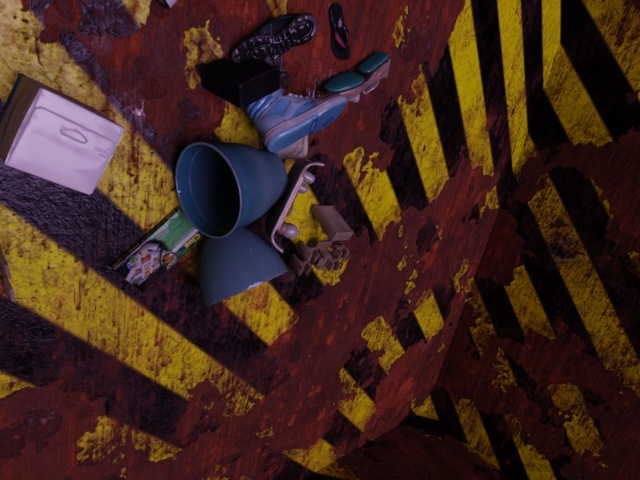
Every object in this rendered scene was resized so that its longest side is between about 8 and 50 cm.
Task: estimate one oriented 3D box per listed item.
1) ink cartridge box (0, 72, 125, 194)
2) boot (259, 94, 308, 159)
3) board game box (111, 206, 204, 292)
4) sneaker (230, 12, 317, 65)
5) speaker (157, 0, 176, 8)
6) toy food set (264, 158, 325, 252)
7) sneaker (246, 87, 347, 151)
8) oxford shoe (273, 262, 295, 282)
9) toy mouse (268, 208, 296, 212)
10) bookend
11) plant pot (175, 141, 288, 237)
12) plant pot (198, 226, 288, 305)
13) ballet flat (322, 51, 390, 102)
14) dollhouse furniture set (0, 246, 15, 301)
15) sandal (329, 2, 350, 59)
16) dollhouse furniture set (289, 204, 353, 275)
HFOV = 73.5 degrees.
[{"bbox_3d":[-0.578,-0.234,0.936,0.171,0.233,0.168,24,95,-47],"label":"ink cartridge box"},{"bbox_3d":[-0.120,-0.362,1.412,0.165,0.077,0.213,-18,125,-33],"label":"boot"},{"bbox_3d":[-0.493,0.030,1.318,0.259,0.030,0.136,-45,134,-14],"label":"board game box"},{"bbox_3d":[-0.140,-0.585,1.256,0.268,0.106,0.101,-26,137,-5],"label":"sneaker"},{"bbox_3d":[-0.349,-0.639,1.050,0.136,0.055,0.055,-54,137,-6],"label":"speaker"},{"bbox_3d":[-0.085,-0.125,1.408,0.093,0.220,0.306,25,97,-17],"label":"toy food set"},{"bbox_3d":[-0.083,-0.427,1.319,0.319,0.208,0.127,-33,171,-26],"label":"sneaker"},{"bbox_3d":[-0.162,0.122,1.633,0.227,0.096,0.082,30,89,-49],"label":"oxford shoe"},{"bbox_3d":[-0.160,-0.148,1.526,0.143,0.031,0.160,-27,129,-30],"label":"toy mouse"},{"bbox_3d":[-0.225,-0.460,1.206,0.156,0.157,0.072,-42,154,-34],"label":"bookend"},{"bbox_3d":[-0.243,-0.172,1.282,0.255,0.272,0.271,-26,130,-49],"label":"plant pot"},{"bbox_3d":[-0.277,0.066,1.395,0.290,0.290,0.195,-24,92,-32],"label":"plant pot"},{"bbox_3d":[0.138,-0.558,1.525,0.316,0.108,0.106,-37,147,-22],"label":"ballet flat"},{"bbox_3d":[-0.857,0.051,0.944,0.262,0.135,0.259,-14,133,-37],"label":"dollhouse furniture set"},{"bbox_3d":[0.068,-0.688,1.425,0.067,0.040,0.179,-36,133,-23],"label":"sandal"},{"bbox_3d":[0.000,0.000,1.718,0.212,0.161,0.242,-3,137,-42],"label":"dollhouse furniture set"}]
